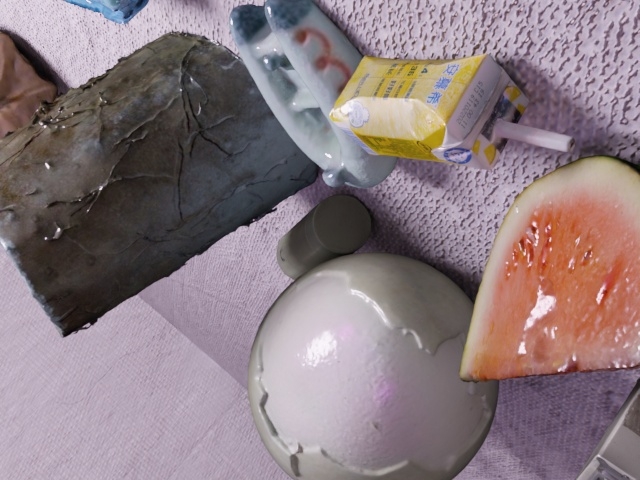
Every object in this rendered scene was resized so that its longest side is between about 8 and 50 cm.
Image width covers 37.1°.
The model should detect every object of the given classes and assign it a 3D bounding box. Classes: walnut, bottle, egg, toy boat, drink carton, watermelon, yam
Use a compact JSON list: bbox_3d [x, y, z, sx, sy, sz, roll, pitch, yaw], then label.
[{"bbox_3d":[-0.551,-0.214,1.553,0.273,0.227,0.273,40,168,10],"label":"walnut"},{"bbox_3d":[0.000,0.000,1.159,0.072,0.072,0.201,42,162,-3],"label":"bottle"},{"bbox_3d":[0.056,0.149,1.049,0.278,0.278,0.336,35,164,20],"label":"egg"},{"bbox_3d":[-0.008,-0.128,0.871,0.208,0.079,0.134,52,157,-25],"label":"toy boat"},{"bbox_3d":[0.096,-0.096,0.718,0.074,0.084,0.200,41,165,-33],"label":"drink carton"},{"bbox_3d":[0.221,0.035,0.706,0.128,0.159,0.303,15,165,-15],"label":"watermelon"},{"bbox_3d":[-0.200,-0.067,1.048,0.241,0.348,0.241,43,156,25],"label":"yam"}]

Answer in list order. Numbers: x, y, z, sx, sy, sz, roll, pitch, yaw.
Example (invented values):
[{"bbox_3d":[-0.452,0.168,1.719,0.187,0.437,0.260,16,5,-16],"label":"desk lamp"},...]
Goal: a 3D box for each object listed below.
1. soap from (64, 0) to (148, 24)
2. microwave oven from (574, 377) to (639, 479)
[{"bbox_3d":[-0.248,-0.336,0.879,0.156,0.077,0.293,31,159,32],"label":"soap"},{"bbox_3d":[0.338,0.195,0.726,0.240,0.194,0.145,33,162,18],"label":"microwave oven"}]
